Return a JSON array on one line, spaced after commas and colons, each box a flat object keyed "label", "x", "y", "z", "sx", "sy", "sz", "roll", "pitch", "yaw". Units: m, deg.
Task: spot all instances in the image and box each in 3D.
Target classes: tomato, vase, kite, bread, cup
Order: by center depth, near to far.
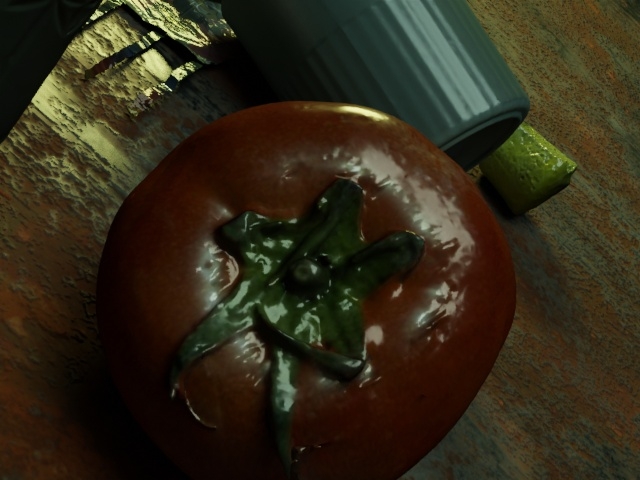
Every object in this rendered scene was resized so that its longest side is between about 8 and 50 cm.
[{"label": "tomato", "x": -0.010, "y": 0.059, "z": 0.940, "sx": 0.341, "sy": 0.273, "sz": 0.342, "roll": 0, "pitch": 72, "yaw": -1}, {"label": "vase", "x": -0.254, "y": -0.223, "z": 0.968, "sx": 0.156, "sy": 0.301, "sz": 0.251, "roll": 51, "pitch": 24, "yaw": 6}, {"label": "kite", "x": -0.179, "y": -0.247, "z": 1.313, "sx": 0.204, "sy": 0.022, "sz": 0.360, "roll": 41, "pitch": 32, "yaw": -8}, {"label": "cup", "x": 0.065, "y": -0.203, "z": 1.370, "sx": 0.256, "sy": 0.331, "sz": 0.311, "roll": -29, "pitch": 78, "yaw": -15}, {"label": "bread", "x": 0.296, "y": -0.103, "z": 1.612, "sx": 0.114, "sy": 0.111, "sz": 0.129, "roll": 51, "pitch": 15, "yaw": 15}]
